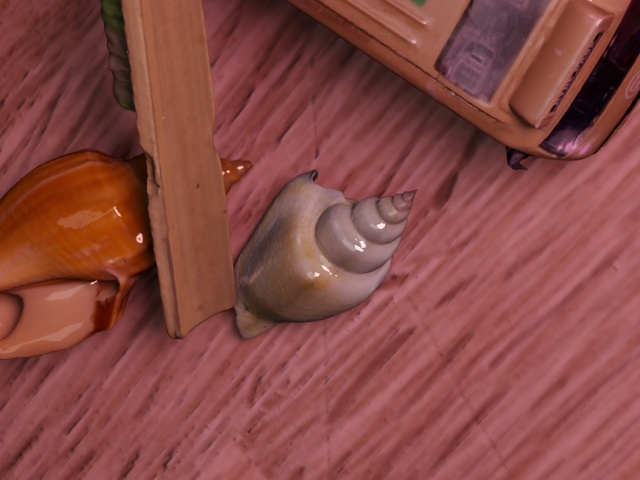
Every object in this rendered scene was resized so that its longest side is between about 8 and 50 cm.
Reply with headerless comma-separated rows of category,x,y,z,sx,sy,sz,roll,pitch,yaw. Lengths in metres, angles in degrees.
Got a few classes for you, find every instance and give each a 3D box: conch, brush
conch,-0.003,0.004,1.161,0.180,0.065,0.088,-34,87,39
brush,-0.091,-0.064,1.110,0.048,0.054,0.282,29,139,38
conch,-0.193,0.014,1.217,0.330,0.093,0.109,-21,124,14

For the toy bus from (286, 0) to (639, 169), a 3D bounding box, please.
toy bus,0.057,-0.165,1.060,0.289,0.157,0.139,36,110,12
